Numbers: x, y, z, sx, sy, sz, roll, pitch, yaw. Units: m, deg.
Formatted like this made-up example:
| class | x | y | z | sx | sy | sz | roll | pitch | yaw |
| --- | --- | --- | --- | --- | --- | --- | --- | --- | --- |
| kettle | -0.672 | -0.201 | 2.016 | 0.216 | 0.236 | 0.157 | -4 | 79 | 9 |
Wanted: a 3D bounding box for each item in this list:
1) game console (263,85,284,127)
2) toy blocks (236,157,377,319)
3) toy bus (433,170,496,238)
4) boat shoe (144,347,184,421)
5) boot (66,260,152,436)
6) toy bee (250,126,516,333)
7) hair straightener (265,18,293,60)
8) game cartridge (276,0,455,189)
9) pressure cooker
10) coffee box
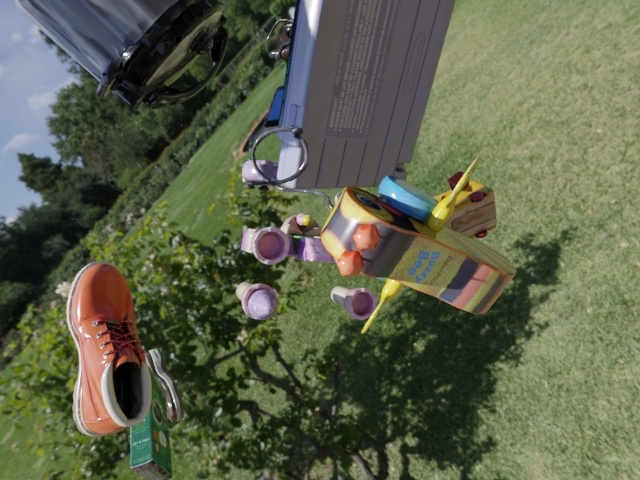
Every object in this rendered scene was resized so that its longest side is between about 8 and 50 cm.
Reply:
| class | x | y | z | sx | sy | sz | roll | pitch | yaw |
| --- | --- | --- | --- | --- | --- | --- | --- | --- | --- |
| game console | -0.101 | -0.388 | 1.104 | 0.124 | 0.085 | 0.144 | 96 | -172 | -71 |
| toy blocks | 0.000 | 0.000 | 0.776 | 0.260 | 0.288 | 0.309 | -173 | 88 | -67 |
| toy bus | 0.258 | -0.045 | 0.847 | 0.191 | 0.202 | 0.104 | -62 | 27 | 15 |
| boat shoe | -0.474 | 0.426 | 1.177 | 0.095 | 0.095 | 0.257 | -16 | 36 | -32 |
| boot | -0.182 | 0.088 | 0.365 | 0.084 | 0.059 | 0.158 | -25 | 72 | 42 |
| toy bee | 0.061 | 0.009 | 0.397 | 0.162 | 0.297 | 0.196 | -81 | -2 | -68 |
| hair straightener | -0.014 | -0.401 | 0.787 | 0.230 | 0.047 | 0.089 | 1 | 86 | 35 |
| game cartridge | 0.064 | -0.243 | 0.535 | 0.068 | 0.230 | 0.356 | 39 | 125 | 47 |
| pressure cooker | -0.439 | -0.533 | 0.980 | 0.370 | 0.420 | 0.376 | -44 | 22 | 10 |
| coffee box | -0.323 | 0.347 | 0.778 | 0.040 | 0.113 | 0.184 | -16 | 48 | -11 |
